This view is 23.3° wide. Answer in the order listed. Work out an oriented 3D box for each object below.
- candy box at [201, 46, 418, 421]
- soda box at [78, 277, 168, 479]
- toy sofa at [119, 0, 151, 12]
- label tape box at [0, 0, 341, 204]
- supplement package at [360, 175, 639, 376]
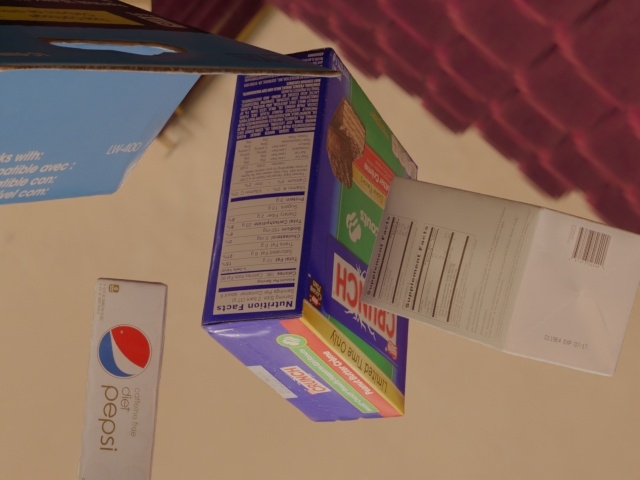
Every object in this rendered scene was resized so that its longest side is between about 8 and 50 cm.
[{"bbox_3d":[0.000,0.000,1.655,0.122,0.317,0.268,-6,151,24],"label":"candy box"},{"bbox_3d":[-0.200,0.148,1.577,0.074,0.216,0.069,5,178,-4],"label":"soda box"},{"bbox_3d":[-0.249,-0.283,1.269,0.150,0.177,0.362,-3,-144,-21],"label":"toy sofa"},{"bbox_3d":[-0.198,-0.077,0.699,0.333,0.106,0.240,23,-163,28],"label":"label tape box"},{"bbox_3d":[0.167,0.029,1.472,0.139,0.134,0.244,14,-179,-32],"label":"supplement package"}]
